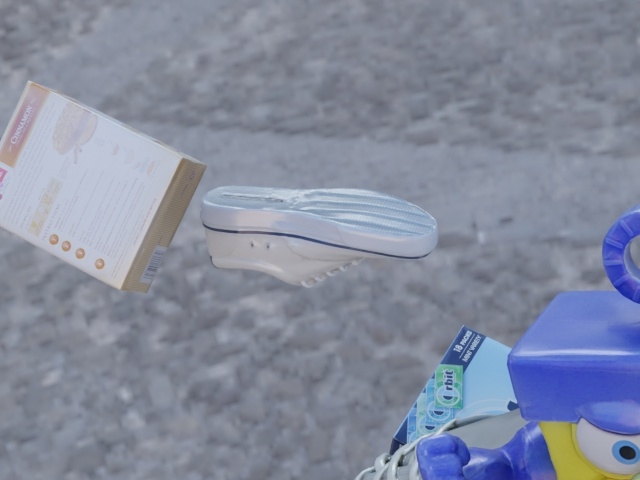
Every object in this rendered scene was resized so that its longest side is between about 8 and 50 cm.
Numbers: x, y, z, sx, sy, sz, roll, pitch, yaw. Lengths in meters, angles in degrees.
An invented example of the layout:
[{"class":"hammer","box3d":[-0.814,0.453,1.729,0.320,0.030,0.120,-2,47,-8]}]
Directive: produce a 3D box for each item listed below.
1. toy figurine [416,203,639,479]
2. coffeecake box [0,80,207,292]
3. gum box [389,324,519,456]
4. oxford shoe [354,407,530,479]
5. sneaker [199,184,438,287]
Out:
[{"class":"toy figurine","box3d":[0.127,0.074,0.675,0.362,0.217,0.191,-1,29,30]},{"class":"coffeecake box","box3d":[-0.228,-0.052,1.669,0.185,0.142,0.068,27,4,18]},{"class":"gum box","box3d":[0.185,0.185,1.659,0.184,0.041,0.157,26,55,15]},{"class":"oxford shoe","box3d":[0.102,0.233,1.522,0.130,0.449,0.169,49,42,10]},{"class":"sneaker","box3d":[0.000,0.000,1.768,0.258,0.091,0.094,8,30,22]}]
